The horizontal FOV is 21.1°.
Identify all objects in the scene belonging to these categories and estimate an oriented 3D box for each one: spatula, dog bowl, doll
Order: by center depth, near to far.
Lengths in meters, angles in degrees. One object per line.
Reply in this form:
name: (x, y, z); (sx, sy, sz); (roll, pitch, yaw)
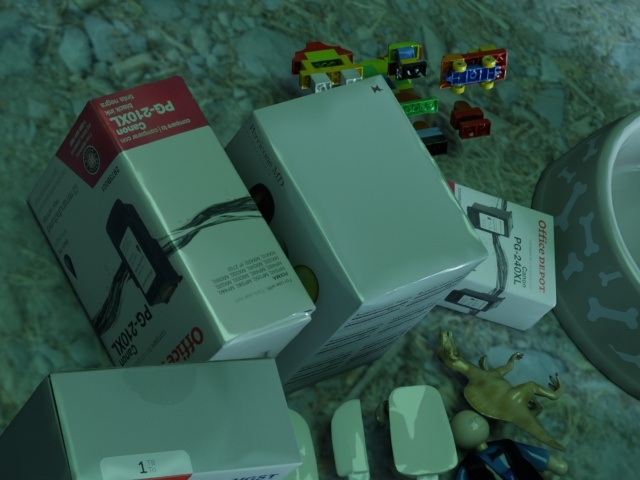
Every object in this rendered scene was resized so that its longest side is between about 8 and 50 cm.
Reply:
spatula: (0.043, 0.243, 1.463); (0.168, 0.019, 0.242); (-5, 64, -9)
doll: (0.181, 0.234, 1.561); (0.129, 0.046, 0.189); (-28, 71, -28)
dog bowl: (0.391, 0.010, 1.782); (0.349, 0.102, 0.348); (14, 55, -21)

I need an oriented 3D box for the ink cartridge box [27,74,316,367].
ink cartridge box: (-0.130, 0.011, 1.442); (0.100, 0.172, 0.237); (-20, 73, -36)

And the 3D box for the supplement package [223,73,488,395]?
supplement package: (0.000, 0.000, 1.502); (0.149, 0.203, 0.194); (-19, 72, -36)

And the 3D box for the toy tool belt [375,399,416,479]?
toy tool belt: (0.086, 0.172, 1.542); (0.052, 0.051, 0.083); (0, 62, -30)

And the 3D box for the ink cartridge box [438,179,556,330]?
ink cartridge box: (0.152, 0.012, 1.670); (0.151, 0.063, 0.109); (17, 55, -20)

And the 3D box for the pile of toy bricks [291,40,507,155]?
pile of toy bricks: (0.071, -0.156, 1.719); (0.212, 0.118, 0.105); (-9, 37, -16)

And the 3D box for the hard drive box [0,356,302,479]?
hard drive box: (-0.150, 0.177, 1.291); (0.181, 0.232, 0.089); (-2, 63, -30)

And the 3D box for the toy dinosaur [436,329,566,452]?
toy dinosaur: (0.179, 0.151, 1.596); (0.093, 0.053, 0.183); (-10, 41, -42)
